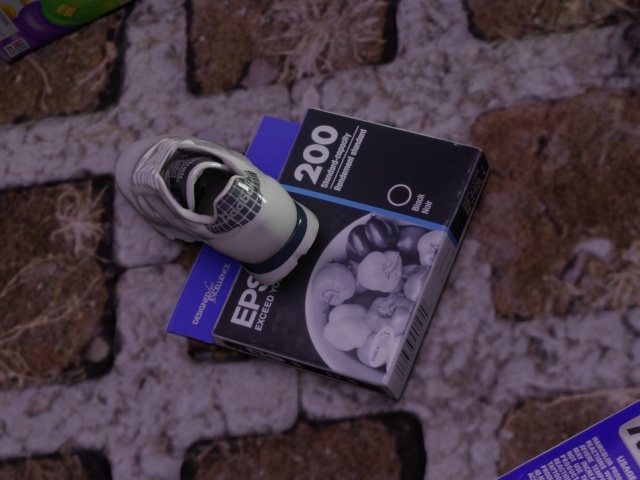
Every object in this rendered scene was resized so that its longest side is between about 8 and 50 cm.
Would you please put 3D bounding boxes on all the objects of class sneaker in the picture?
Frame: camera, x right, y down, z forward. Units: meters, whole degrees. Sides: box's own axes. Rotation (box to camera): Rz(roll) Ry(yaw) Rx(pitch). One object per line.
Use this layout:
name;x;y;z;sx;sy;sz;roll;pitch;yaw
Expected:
sneaker;-0.098;-0.046;1.264;0.235;0.095;0.090;22;79;50

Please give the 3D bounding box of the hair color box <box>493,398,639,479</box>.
hair color box;0.114;0.237;1.029;0.339;0.185;0.110;-28;58;2

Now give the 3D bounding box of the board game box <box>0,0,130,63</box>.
board game box;-0.198;-0.300;1.423;0.275;0.142;0.144;-26;60;4

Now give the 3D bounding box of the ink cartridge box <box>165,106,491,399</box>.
ink cartridge box;0.000;0.000;1.268;0.208;0.045;0.206;14;69;24
